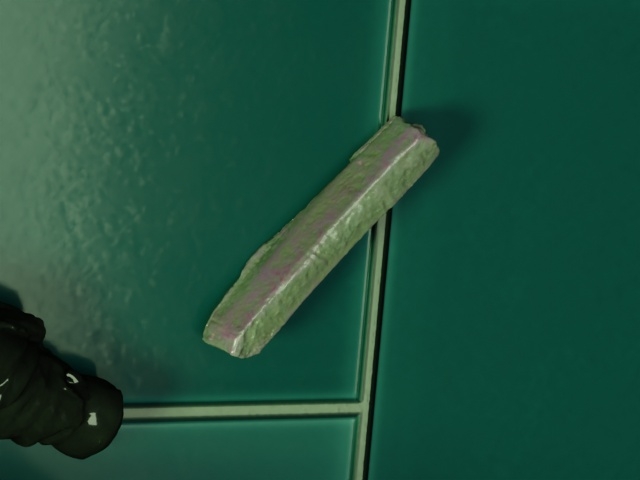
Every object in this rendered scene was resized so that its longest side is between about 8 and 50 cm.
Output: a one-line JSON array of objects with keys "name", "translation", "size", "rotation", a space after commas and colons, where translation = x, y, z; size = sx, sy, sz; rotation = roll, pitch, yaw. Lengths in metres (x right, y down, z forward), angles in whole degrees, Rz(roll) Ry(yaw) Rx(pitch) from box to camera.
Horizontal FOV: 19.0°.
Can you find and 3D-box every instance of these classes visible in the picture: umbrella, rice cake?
[{"name": "umbrella", "translation": [-0.283, 0.052, 1.181], "size": [0.358, 0.106, 0.113], "rotation": [26, 101, -31]}, {"name": "rice cake", "translation": [0.000, 0.000, 1.291], "size": [0.206, 0.047, 0.036], "rotation": [-46, 119, -5]}]
